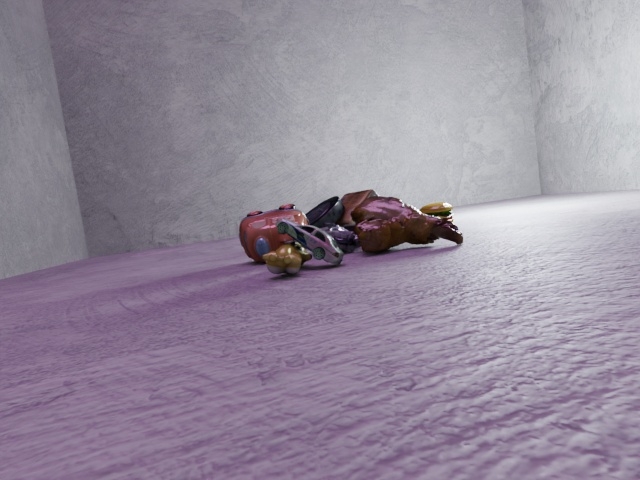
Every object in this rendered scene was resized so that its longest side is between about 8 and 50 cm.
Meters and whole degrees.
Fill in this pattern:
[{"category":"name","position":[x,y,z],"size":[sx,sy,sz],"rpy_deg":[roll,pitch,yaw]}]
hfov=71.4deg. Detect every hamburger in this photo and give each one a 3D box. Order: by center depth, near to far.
[{"category":"hamburger","position":[0.538,-0.116,2.061],"size":[0.162,0.115,0.162],"rpy_deg":[-10,6,1]}]

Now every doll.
[{"category":"doll","position":[-0.090,0.049,1.292],"size":[0.117,0.086,0.291],"rpy_deg":[2,3,4]}]

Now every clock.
[{"category":"clock","position":[-0.022,-0.097,2.183],"size":[0.319,0.066,0.319],"rpy_deg":[-35,14,10]}]

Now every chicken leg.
[{"category":"chicken leg","position":[0.253,-0.028,1.460],"size":[0.409,0.182,0.295],"rpy_deg":[15,27,36]}]

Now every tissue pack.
[{"category":"tissue pack","position":[0.206,-0.108,2.231],"size":[0.239,0.238,0.305],"rpy_deg":[-10,5,-21]}]

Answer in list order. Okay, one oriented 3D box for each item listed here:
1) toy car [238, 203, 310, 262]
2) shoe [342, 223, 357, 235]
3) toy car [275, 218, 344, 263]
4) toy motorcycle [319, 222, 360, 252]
[{"category":"toy car","position":[-0.167,-0.012,1.646],"size":[0.271,0.180,0.212],"rpy_deg":[-12,20,-2]},{"category":"shoe","position":[0.184,-0.030,1.780],"size":[0.112,0.099,0.227],"rpy_deg":[-2,-1,-43]},{"category":"toy car","position":[-0.029,-0.007,1.308],"size":[0.224,0.076,0.090],"rpy_deg":[35,7,19]},{"category":"toy motorcycle","position":[0.072,-0.009,1.664],"size":[0.171,0.110,0.260],"rpy_deg":[3,4,-26]}]
